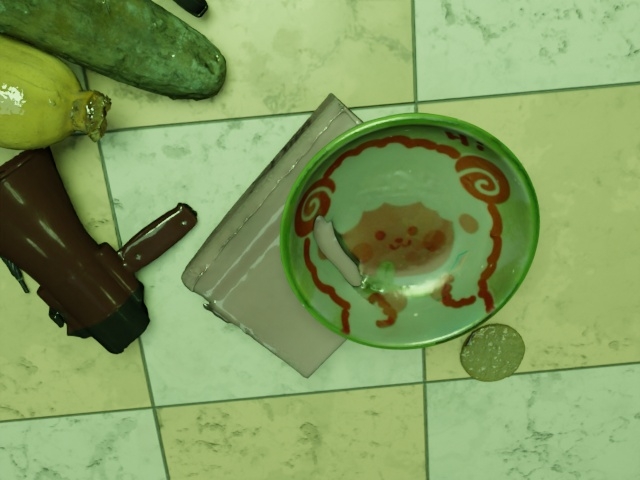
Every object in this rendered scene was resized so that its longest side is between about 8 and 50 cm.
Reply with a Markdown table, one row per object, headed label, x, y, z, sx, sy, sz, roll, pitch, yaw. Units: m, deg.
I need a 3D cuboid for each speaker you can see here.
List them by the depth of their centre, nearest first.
| label | x | y | z | sx | sy | sz | roll | pitch | yaw |
| --- | --- | --- | --- | --- | --- | --- | --- | --- | --- |
| speaker | -0.366 | -0.007 | 0.857 | 0.329 | 0.198 | 0.259 | 51 | 60 | -30 |

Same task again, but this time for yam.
| label | x | y | z | sx | sy | sz | roll | pitch | yaw |
| --- | --- | --- | --- | --- | --- | --- | --- | --- | --- |
| yam | -0.269 | -0.274 | 0.711 | 0.330 | 0.133 | 0.133 | 19 | 108 | -37 |

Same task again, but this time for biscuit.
| label | x | y | z | sx | sy | sz | roll | pitch | yaw |
| --- | --- | --- | --- | --- | --- | --- | --- | --- | --- |
| biscuit | 0.309 | 0.202 | 0.984 | 0.120 | 0.015 | 0.120 | -1 | 108 | -2 |

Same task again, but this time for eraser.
| label | x | y | z | sx | sy | sz | roll | pitch | yaw |
| --- | --- | --- | --- | --- | --- | --- | --- | --- | --- |
| eraser | 0.000 | 0.000 | 0.857 | 0.272 | 0.122 | 0.359 | 38 | 103 | -16 |

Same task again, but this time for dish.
| label | x | y | z | sx | sy | sz | roll | pitch | yaw |
| --- | --- | --- | --- | --- | --- | --- | --- | --- | --- |
| dish | 0.110 | -0.020 | 0.736 | 0.324 | 0.124 | 0.324 | 0 | 115 | 0 |

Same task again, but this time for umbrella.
| label | x | y | z | sx | sy | sz | roll | pitch | yaw |
| --- | --- | --- | --- | --- | --- | --- | --- | --- | --- |
| umbrella | -0.537 | -0.029 | 0.872 | 0.044 | 0.044 | 0.269 | -26 | 112 | -28 |

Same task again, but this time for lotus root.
| label | x | y | z | sx | sy | sz | roll | pitch | yaw |
| --- | --- | --- | --- | --- | --- | --- | --- | --- | --- |
| lotus root | -0.424 | -0.196 | 0.704 | 0.303 | 0.146 | 0.131 | 20 | 137 | -12 |

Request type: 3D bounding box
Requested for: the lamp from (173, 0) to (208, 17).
| label | x | y | z | sx | sy | sz | roll | pitch | yaw |
| --- | --- | --- | --- | --- | --- | --- | --- | --- | --- |
| lamp | -0.077 | -0.448 | 0.753 | 0.371 | 0.108 | 0.130 | -42 | 93 | -4 |
